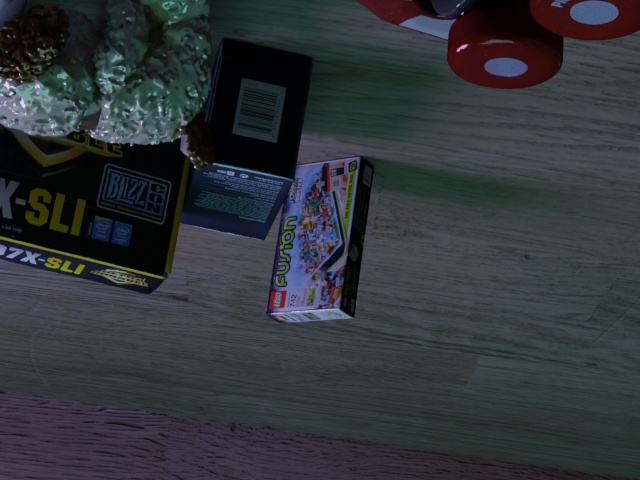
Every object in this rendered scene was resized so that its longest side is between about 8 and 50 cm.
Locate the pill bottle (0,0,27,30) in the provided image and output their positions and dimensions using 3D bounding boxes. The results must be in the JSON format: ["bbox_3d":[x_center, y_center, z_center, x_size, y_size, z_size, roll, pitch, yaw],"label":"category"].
[{"bbox_3d":[-0.362,-0.238,1.448,0.121,0.121,0.221,13,158,-13],"label":"pill bottle"}]

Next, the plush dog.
[{"bbox_3d":[-0.229,-0.161,1.425,0.225,0.210,0.262,-6,165,-20],"label":"plush dog"}]

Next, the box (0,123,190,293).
[{"bbox_3d":[-0.308,-0.102,1.595,0.322,0.257,0.079,15,158,-16],"label":"box"}]

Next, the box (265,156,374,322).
[{"bbox_3d":[0.000,0.000,1.808,0.114,0.207,0.036,-6,155,32],"label":"box"}]

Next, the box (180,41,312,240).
[{"bbox_3d":[-0.088,-0.109,1.638,0.108,0.153,0.207,12,158,-8],"label":"box"}]

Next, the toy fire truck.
[{"bbox_3d":[0.119,-0.254,1.148,0.254,0.169,0.302,15,160,-24],"label":"toy fire truck"}]
